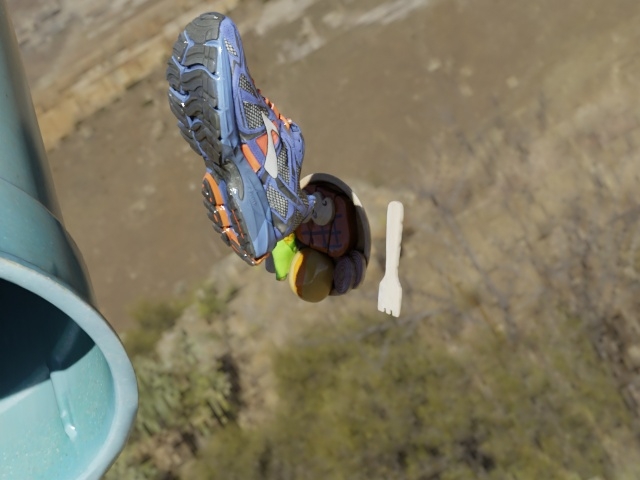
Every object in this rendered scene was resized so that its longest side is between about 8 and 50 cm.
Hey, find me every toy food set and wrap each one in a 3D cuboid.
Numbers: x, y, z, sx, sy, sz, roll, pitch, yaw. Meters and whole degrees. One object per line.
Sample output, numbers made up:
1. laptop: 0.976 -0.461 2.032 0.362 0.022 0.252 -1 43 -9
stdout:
1. toy food set: 0.000 0.000 1.430 0.038 0.132 0.192 -12 20 -42

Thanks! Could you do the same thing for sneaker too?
1. sneaker: -0.061 -0.089 1.172 0.087 0.221 0.083 -32 41 -24

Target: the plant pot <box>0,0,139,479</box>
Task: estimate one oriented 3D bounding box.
1. plant pot: -0.306 -0.017 0.896 0.341 0.341 0.334 -27 51 14
